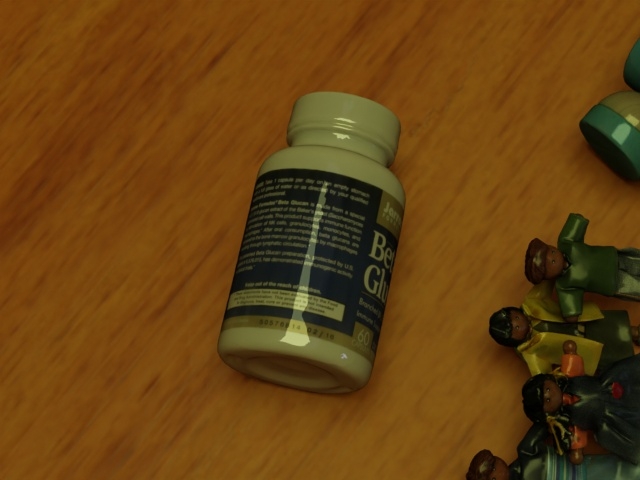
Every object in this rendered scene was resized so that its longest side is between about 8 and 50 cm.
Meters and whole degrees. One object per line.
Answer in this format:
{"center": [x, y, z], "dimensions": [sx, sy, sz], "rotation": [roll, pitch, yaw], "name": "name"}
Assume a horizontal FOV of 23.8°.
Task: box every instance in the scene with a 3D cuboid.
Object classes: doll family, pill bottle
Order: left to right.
{"center": [0.000, 0.000, 0.920], "dimensions": [0.094, 0.094, 0.169], "rotation": [9, 71, 8], "name": "pill bottle"}
{"center": [0.146, 0.083, 0.887], "dimensions": [0.111, 0.076, 0.193], "rotation": [8, 65, -13], "name": "doll family"}

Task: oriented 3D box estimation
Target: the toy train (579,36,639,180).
{"center": [0.284, -0.053, 0.901], "dimensions": [0.143, 0.105, 0.248], "rotation": [-48, 62, 0], "name": "toy train"}
